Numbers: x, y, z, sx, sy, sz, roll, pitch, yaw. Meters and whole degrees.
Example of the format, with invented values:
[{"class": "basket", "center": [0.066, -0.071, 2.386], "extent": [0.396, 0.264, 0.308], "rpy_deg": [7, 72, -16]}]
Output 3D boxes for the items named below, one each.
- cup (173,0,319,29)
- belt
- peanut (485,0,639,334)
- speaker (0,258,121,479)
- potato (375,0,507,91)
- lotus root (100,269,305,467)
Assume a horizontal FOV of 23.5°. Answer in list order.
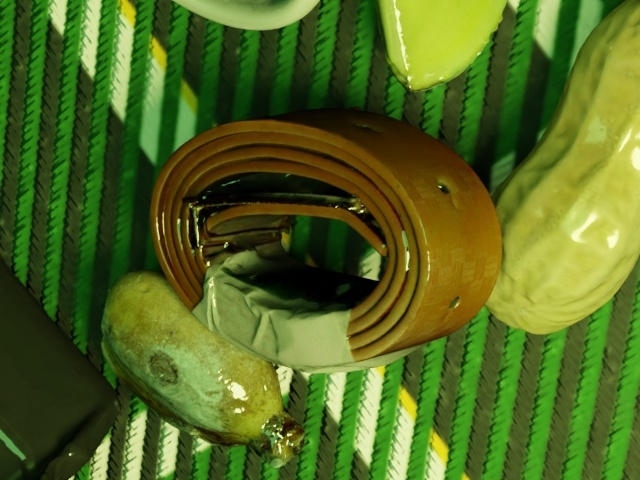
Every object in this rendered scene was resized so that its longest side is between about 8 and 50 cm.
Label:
[{"class": "cup", "center": [-0.085, -0.304, 1.040], "extent": [0.274, 0.259, 0.356], "rpy_deg": [24, 139, 12]}, {"class": "belt", "center": [0.000, 0.000, 1.089], "extent": [0.261, 0.105, 0.184], "rpy_deg": [1, 101, 40]}, {"class": "peanut", "center": [0.189, -0.053, 1.046], "extent": [0.111, 0.125, 0.274], "rpy_deg": [29, 109, 10]}, {"class": "speaker", "center": [-0.334, 0.095, 1.212], "extent": [0.388, 0.184, 0.180], "rpy_deg": [47, 111, 5]}, {"class": "potato", "center": [0.083, -0.206, 1.076], "extent": [0.119, 0.054, 0.198], "rpy_deg": [-5, 109, -23]}, {"class": "lotus root", "center": [-0.090, 0.101, 1.183], "extent": [0.192, 0.088, 0.113], "rpy_deg": [38, 150, 10]}]
